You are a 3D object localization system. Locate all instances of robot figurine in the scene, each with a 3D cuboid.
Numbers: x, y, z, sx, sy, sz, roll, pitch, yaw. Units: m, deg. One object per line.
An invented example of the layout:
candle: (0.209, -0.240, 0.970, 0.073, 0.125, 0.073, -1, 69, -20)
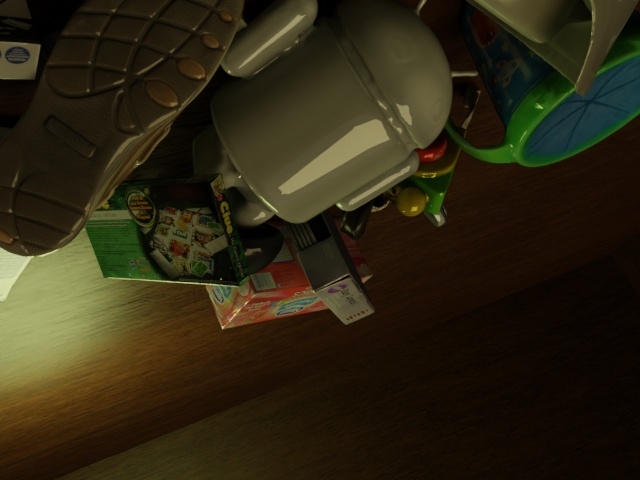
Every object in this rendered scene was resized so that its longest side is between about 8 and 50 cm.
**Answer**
robot figurine: (0.009, -0.157, 0.754, 0.353, 0.199, 0.300, -30, 134, 13)

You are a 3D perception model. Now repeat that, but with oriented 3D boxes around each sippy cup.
sippy cup: (0.310, -0.256, 0.824, 0.306, 0.224, 0.240, -18, 158, -17)

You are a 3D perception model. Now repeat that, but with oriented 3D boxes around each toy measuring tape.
toy measuring tape: (0.163, -0.156, 0.954, 0.121, 0.121, 0.330, -54, -173, 49)

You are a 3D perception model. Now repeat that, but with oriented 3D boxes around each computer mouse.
computer mouse: (-0.150, -0.002, 0.875, 0.189, 0.272, 0.072, -4, 107, -37)

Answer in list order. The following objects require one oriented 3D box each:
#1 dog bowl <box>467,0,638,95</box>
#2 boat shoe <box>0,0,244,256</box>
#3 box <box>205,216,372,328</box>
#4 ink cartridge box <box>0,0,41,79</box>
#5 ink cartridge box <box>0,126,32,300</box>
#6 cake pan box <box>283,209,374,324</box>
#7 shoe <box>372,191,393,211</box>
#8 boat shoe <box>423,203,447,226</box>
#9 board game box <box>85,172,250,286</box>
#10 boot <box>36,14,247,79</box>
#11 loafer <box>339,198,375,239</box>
dog bowl: (0.096, -0.255, 0.469, 0.349, 0.348, 0.102, 2, 133, -49)
boat shoe: (-0.195, -0.130, 0.577, 0.324, 0.123, 0.116, -46, -168, 5)
box: (-0.068, 0.056, 1.219, 0.300, 0.154, 0.142, -6, 152, -42)
ink cartridge box: (-0.339, -0.176, 0.474, 0.207, 0.097, 0.046, -9, 153, -36)
ink cartridge box: (-0.430, -0.018, 0.764, 0.165, 0.065, 0.333, -2, 150, -48)
cake pan box: (0.000, 0.000, 1.038, 0.070, 0.245, 0.267, -27, 159, 3)
shoe: (0.102, -0.093, 1.185, 0.077, 0.058, 0.219, -14, 155, -27)
boat shoe: (0.190, -0.120, 1.062, 0.083, 0.183, 0.065, -28, 176, -3)
board game box: (-0.209, -0.012, 0.782, 0.260, 0.136, 0.030, 1, -154, 35)
boot: (-0.177, -0.197, 0.658, 0.209, 0.076, 0.189, -32, 160, -3)
loafer: (0.040, -0.095, 0.936, 0.078, 0.220, 0.080, 8, 142, -5)
